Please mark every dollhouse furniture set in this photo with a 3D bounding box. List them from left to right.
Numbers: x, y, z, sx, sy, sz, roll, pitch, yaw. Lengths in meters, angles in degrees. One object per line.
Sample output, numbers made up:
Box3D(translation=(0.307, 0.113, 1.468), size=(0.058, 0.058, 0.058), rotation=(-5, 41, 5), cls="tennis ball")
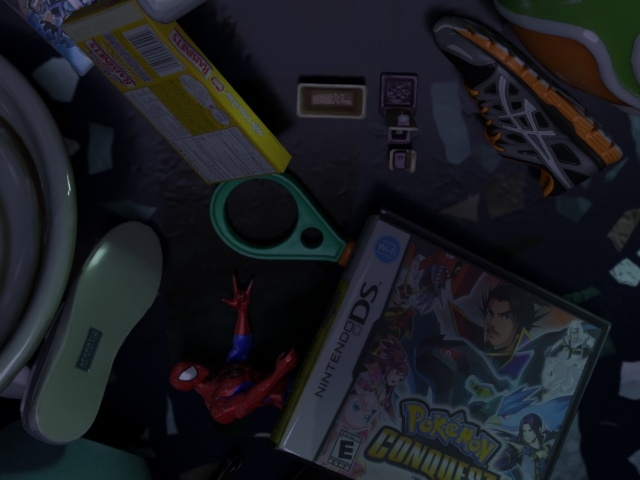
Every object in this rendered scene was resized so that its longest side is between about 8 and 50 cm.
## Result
Box3D(translation=(0.034, -0.101, 0.912), size=(0.114, 0.081, 0.091), rotation=(2, 111, 0), cls="dollhouse furniture set")

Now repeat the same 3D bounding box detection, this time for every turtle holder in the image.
Box3D(translation=(0.284, -0.248, 0.800), size=(0.320, 0.243, 0.227), rotation=(-47, 127, -24), cls="turtle holder")

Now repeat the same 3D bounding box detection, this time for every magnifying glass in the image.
Box3D(translation=(0.000, 0.000, 0.983), size=(0.231, 0.026, 0.092), rotation=(25, 109, -10), cls="magnifying glass")

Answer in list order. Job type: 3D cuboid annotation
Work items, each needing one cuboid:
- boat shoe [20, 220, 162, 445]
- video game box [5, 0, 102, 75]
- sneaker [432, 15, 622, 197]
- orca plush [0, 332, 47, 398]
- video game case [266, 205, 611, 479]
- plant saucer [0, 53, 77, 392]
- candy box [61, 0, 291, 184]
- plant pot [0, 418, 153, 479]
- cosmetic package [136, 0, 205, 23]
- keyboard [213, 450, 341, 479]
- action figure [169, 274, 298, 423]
Box3D(translation=(-0.226, 0.084, 0.954), size=(0.079, 0.081, 0.227), rotation=(34, 63, -29), cls="boat shoe")
Box3D(translation=(-0.203, -0.280, 0.864), size=(0.205, 0.048, 0.187), rotation=(-41, 104, 14), cls="video game box")
Box3D(translation=(0.177, -0.119, 0.907), size=(0.215, 0.084, 0.083), rotation=(39, 111, -14), cls="sneaker")
Box3D(translation=(-0.375, 0.090, 1.006), size=(0.287, 0.102, 0.151), rotation=(5, 156, 6), cls="orca plush")
Box3D(translation=(0.121, 0.136, 0.964), size=(0.275, 0.035, 0.248), rotation=(26, 82, -14), cls="video game case")
Box3D(translation=(-0.401, 0.000, 0.892), size=(0.401, 0.100, 0.400), rotation=(-1, 76, 5), cls="plant saucer")
Box3D(translation=(-0.123, -0.128, 0.875), size=(0.105, 0.027, 0.206), rotation=(-2, 139, 44), cls="candy box")
Box3D(translation=(-0.270, 0.290, 0.987), size=(0.290, 0.290, 0.195), rotation=(19, 75, -7), cls="plant pot")
Box3D(translation=(-0.031, -0.388, 0.645), size=(0.394, 0.329, 0.327), rotation=(-33, 108, 2), cls="cosmetic package")
Box3D(translation=(-0.067, 0.321, 1.105), size=(0.202, 0.033, 0.317), rotation=(36, 106, -18), cls="keyboard")
Box3D(translation=(-0.009, 0.126, 0.998), size=(0.281, 0.091, 0.139), rotation=(6, 117, -3), cls="action figure")
